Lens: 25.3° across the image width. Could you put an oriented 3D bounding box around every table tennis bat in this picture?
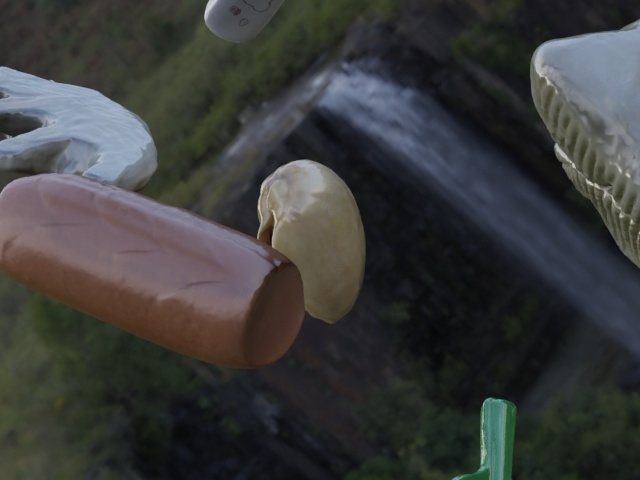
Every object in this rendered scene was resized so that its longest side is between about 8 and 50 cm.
[{"bbox_3d":[0.179,0.279,1.473,0.039,0.160,0.257,-32,40,44],"label":"table tennis bat"}]

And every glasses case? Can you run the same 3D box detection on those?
[{"bbox_3d":[-0.074,-0.314,1.732,0.193,0.074,0.049,-47,29,41],"label":"glasses case"}]

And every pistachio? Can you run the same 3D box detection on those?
[{"bbox_3d":[0.000,0.000,1.670,0.145,0.201,0.117,-37,29,-28],"label":"pistachio"}]

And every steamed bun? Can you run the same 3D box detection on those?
[{"bbox_3d":[0.434,-0.103,1.653,0.255,0.368,0.342,-33,-25,1],"label":"steamed bun"}]

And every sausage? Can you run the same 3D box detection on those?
[{"bbox_3d":[-0.165,0.021,1.281,0.121,0.304,0.121,-49,-31,-43],"label":"sausage"}]

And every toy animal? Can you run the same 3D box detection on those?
[{"bbox_3d":[-0.318,-0.077,1.690,0.266,0.307,0.188,-54,-29,-53],"label":"toy animal"}]
